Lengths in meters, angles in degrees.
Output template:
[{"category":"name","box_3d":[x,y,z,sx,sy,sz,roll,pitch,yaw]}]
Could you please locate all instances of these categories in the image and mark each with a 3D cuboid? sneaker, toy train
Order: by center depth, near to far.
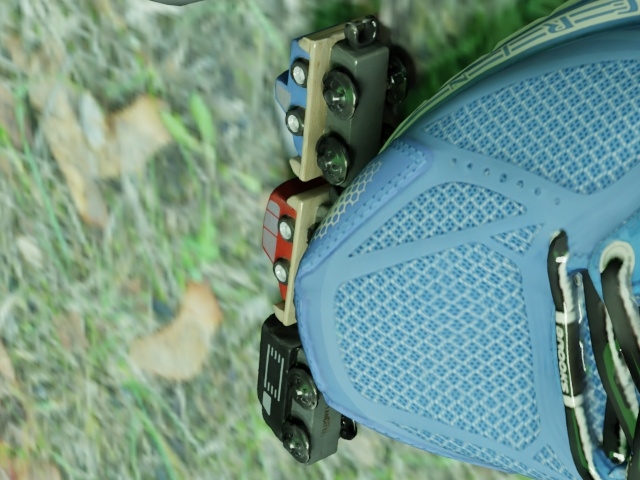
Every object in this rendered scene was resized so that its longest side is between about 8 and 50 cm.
[{"category":"sneaker","box_3d":[0.103,0.017,0.384,0.330,0.147,0.129,-2,112,47]},{"category":"toy train","box_3d":[0.000,0.000,0.576,0.036,0.027,0.158,41,139,37]}]

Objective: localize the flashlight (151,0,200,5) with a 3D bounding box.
[{"category":"flashlight","box_3d":[-0.110,-0.095,0.585,0.304,0.103,0.103,-2,107,42]}]
